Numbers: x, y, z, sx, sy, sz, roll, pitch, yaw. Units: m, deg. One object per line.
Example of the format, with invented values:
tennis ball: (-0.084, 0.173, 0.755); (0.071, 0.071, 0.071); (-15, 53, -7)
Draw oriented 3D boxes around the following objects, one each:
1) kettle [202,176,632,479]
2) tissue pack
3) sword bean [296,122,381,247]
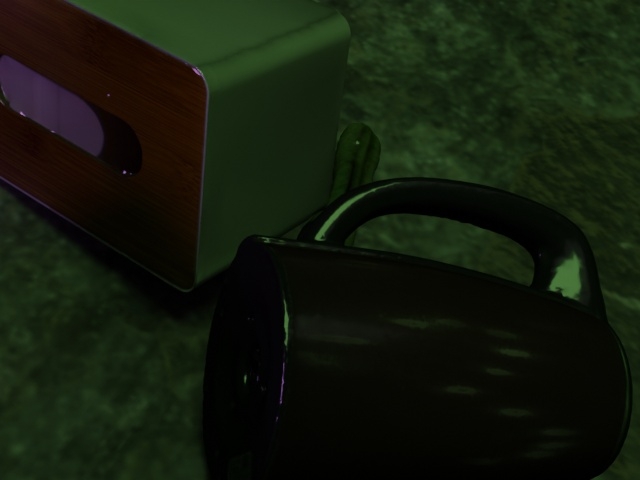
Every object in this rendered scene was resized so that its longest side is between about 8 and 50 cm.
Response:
kettle: (0.061, 0.063, 0.771); (0.232, 0.144, 0.202); (7, 68, -21)
tissue pack: (-0.120, -0.104, 0.877); (0.246, 0.159, 0.136); (29, 39, 30)
sword bean: (0.000, 0.000, 0.916); (0.043, 0.038, 0.269); (38, 39, -12)
